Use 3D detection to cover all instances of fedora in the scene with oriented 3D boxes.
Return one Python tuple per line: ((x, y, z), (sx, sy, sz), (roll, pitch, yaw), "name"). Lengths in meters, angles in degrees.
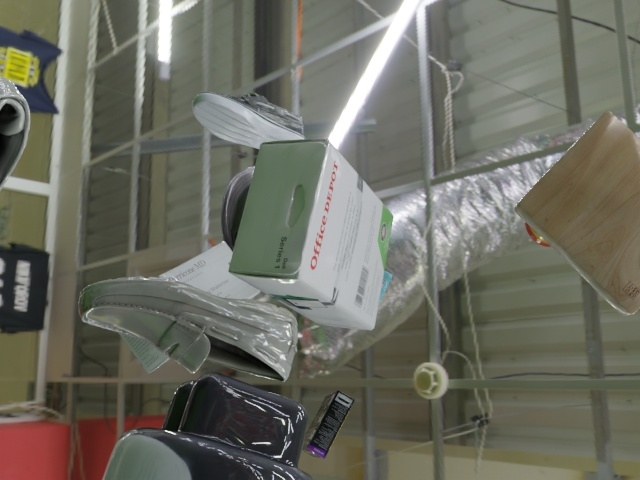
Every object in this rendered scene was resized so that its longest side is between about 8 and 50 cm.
((-0.067, -0.031, 1.295), (0.124, 0.243, 0.275), (-15, -109, 54), "fedora")

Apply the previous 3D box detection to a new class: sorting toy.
((0.493, -0.043, 1.124), (0.257, 0.089, 0.255), (-43, -95, -15), "sorting toy")

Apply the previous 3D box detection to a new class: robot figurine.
((-0.094, 0.247, 0.483), (0.173, 0.209, 0.278), (7, -117, 16), "robot figurine")

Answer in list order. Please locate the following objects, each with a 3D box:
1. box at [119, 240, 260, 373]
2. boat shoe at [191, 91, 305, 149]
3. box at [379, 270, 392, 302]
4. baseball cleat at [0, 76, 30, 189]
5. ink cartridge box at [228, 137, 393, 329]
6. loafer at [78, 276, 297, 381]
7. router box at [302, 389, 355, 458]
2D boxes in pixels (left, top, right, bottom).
((-0.240, 0.118, 1.167), (0.182, 0.181, 0.119), (-39, -93, 37), "box")
((-0.181, -0.317, 1.671), (0.121, 0.335, 0.119), (-22, -121, 42), "boat shoe")
((0.029, 0.066, 1.124), (0.060, 0.100, 0.244), (-63, -168, -11), "box")
((-0.261, -0.127, 0.490), (0.109, 0.072, 0.206), (-6, -90, 32), "baseball cleat")
((0.000, 0.000, 0.764), (0.092, 0.219, 0.160), (3, -110, 28), "ink cartridge box")
((-0.181, 0.131, 0.924), (0.112, 0.319, 0.111), (129, -32, -52), "loafer")
((0.011, 0.394, 1.388), (0.133, 0.046, 0.179), (-59, 178, -18), "router box")
